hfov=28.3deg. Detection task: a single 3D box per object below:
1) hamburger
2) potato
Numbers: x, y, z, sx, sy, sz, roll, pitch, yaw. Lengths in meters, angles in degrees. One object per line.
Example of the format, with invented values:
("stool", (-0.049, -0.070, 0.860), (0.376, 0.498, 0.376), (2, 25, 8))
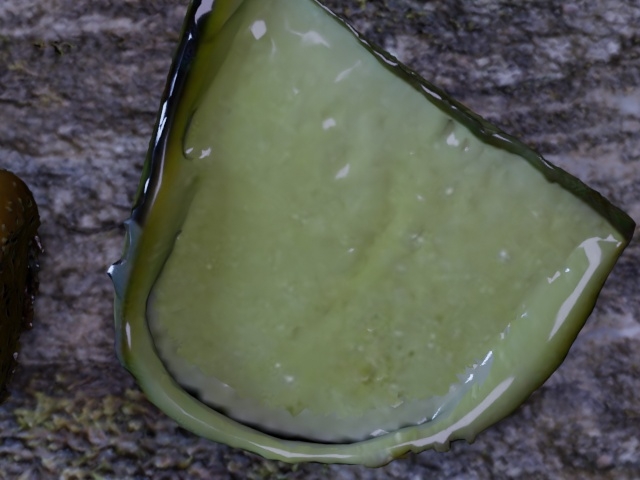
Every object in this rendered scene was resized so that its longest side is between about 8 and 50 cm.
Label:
("hamburger", (-0.252, 0.042, 0.860), (0.113, 0.177, 0.186), (7, 49, -9))
("potato", (0.000, 0.000, 0.886), (0.330, 0.213, 0.280), (33, 95, -6))
